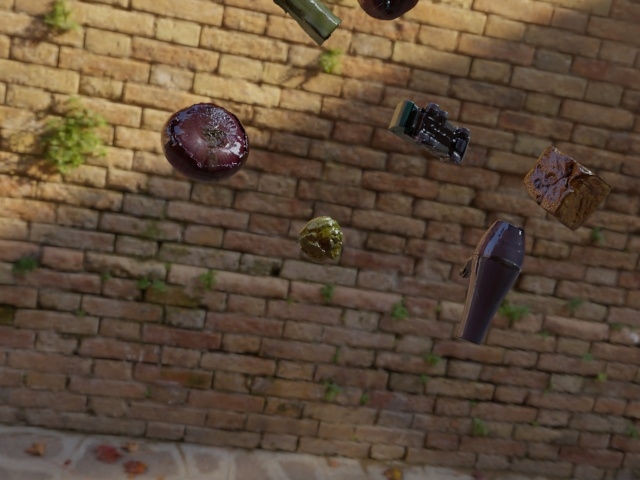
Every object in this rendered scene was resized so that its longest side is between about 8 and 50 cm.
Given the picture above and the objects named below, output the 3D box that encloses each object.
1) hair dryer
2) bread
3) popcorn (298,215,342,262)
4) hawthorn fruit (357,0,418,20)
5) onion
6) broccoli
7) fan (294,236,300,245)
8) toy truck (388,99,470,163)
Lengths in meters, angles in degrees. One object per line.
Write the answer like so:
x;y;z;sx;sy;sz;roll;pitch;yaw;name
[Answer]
0.409;0.102;1.933;0.121;0.301;0.361;20;0;0;hair dryer
0.598;-0.124;1.833;0.158;0.143;0.149;30;13;-39;bread
0.000;0.000;1.889;0.106;0.120;0.116;-11;58;-40;popcorn
0.182;-0.671;2.004;0.181;0.181;0.235;12;35;4;hawthorn fruit
-0.313;-0.259;2.021;0.248;0.248;0.161;2;-11;-34;onion
-0.084;-0.658;1.864;0.361;0.252;0.221;26;-33;-33;broccoli
-0.068;-0.002;2.351;0.003;0.060;0.080;41;35;8;fan
0.299;-0.300;2.067;0.253;0.114;0.124;23;-4;-42;toy truck
